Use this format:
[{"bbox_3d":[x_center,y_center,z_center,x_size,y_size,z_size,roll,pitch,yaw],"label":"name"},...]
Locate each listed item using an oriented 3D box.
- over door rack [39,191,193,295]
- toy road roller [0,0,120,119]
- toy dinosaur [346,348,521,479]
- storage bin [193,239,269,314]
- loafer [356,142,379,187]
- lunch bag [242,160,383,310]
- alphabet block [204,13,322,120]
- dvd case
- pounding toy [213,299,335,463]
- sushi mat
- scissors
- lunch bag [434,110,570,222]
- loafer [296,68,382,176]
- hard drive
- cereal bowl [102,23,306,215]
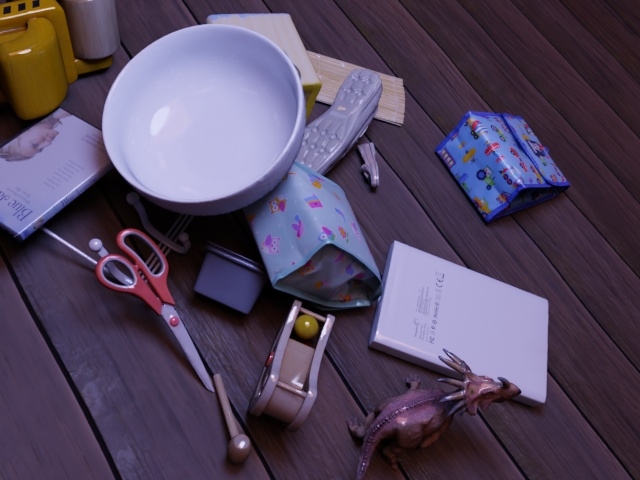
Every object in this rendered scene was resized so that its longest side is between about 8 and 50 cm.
[{"bbox_3d":[-0.373,-0.072,1.076,0.324,0.108,0.240,29,54,-1],"label":"over door rack"},{"bbox_3d":[-0.507,-0.359,1.116,0.329,0.203,0.241,-26,59,-27],"label":"toy road roller"},{"bbox_3d":[0.162,0.280,0.999,0.295,0.200,0.127,-22,70,-29],"label":"toy dinosaur"},{"bbox_3d":[-0.159,0.070,1.085,0.135,0.098,0.091,26,83,-4],"label":"storage bin"},{"bbox_3d":[0.104,-0.165,1.346,0.039,0.045,0.125,-3,53,-2],"label":"loafer"},{"bbox_3d":[0.000,0.000,1.115,0.262,0.160,0.223,28,30,-51],"label":"lunch bag"},{"bbox_3d":[-0.136,-0.329,1.263,0.192,0.193,0.197,-11,65,-23],"label":"alphabet block"},{"bbox_3d":[-0.478,-0.122,1.037,0.180,0.022,0.253,29,56,16],"label":"dvd case"},{"bbox_3d":[-0.085,0.213,0.980,0.154,0.154,0.270,24,55,-5],"label":"pounding toy"},{"bbox_3d":[0.056,-0.374,1.462,0.316,0.019,0.152,14,56,-12],"label":"sushi mat"},{"bbox_3d":[-0.244,0.112,1.002,0.297,0.021,0.109,49,59,-11],"label":"scissors"},{"bbox_3d":[0.458,-0.188,1.450,0.293,0.138,0.221,-14,64,-40],"label":"lunch bag"},{"bbox_3d":[0.039,-0.231,1.318,0.112,0.111,0.319,28,70,27],"label":"loafer"},{"bbox_3d":[0.283,0.161,1.208,0.352,0.047,0.233,21,55,-6],"label":"hard drive"},{"bbox_3d":[-0.184,-0.190,1.036,0.338,0.141,0.339,-3,70,7],"label":"cereal bowl"}]
